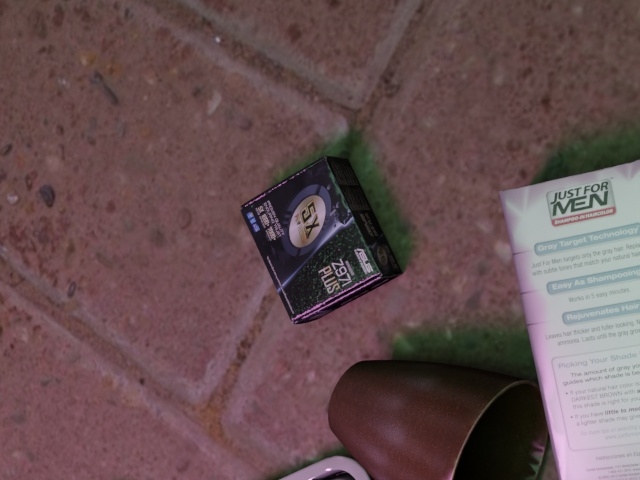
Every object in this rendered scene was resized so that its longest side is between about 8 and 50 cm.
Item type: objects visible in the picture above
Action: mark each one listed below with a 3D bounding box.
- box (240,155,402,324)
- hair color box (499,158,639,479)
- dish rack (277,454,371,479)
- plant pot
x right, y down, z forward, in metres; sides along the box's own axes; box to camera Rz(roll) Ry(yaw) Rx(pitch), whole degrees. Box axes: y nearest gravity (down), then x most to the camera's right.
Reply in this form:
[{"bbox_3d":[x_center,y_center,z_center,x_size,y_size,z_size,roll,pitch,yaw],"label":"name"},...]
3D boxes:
[{"bbox_3d":[0.000,0.000,1.510,0.147,0.077,0.180,-29,80,23],"label":"box"},{"bbox_3d":[0.348,0.104,1.329,0.185,0.113,0.374,-13,87,25],"label":"hair color box"},{"bbox_3d":[0.001,0.481,1.500,0.285,0.072,0.333,-29,67,22],"label":"dish rack"},{"bbox_3d":[0.129,0.238,1.404,0.230,0.215,0.215,19,100,38],"label":"plant pot"}]
